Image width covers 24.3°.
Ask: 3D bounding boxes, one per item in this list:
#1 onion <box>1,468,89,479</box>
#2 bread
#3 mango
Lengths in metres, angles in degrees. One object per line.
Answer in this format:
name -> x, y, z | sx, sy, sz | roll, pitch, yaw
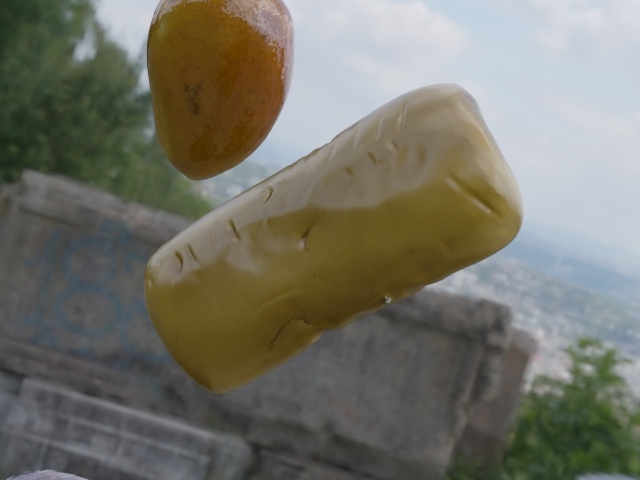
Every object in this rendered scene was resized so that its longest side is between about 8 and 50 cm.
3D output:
onion -> -0.250, 0.329, 1.325 | 0.246, 0.246, 0.190 | 19, 19, 28
bread -> 0.000, 0.000, 1.103 | 0.091, 0.305, 0.142 | 32, 32, -56
mango -> -0.098, -0.157, 1.424 | 0.141, 0.217, 0.102 | 7, 22, -26
